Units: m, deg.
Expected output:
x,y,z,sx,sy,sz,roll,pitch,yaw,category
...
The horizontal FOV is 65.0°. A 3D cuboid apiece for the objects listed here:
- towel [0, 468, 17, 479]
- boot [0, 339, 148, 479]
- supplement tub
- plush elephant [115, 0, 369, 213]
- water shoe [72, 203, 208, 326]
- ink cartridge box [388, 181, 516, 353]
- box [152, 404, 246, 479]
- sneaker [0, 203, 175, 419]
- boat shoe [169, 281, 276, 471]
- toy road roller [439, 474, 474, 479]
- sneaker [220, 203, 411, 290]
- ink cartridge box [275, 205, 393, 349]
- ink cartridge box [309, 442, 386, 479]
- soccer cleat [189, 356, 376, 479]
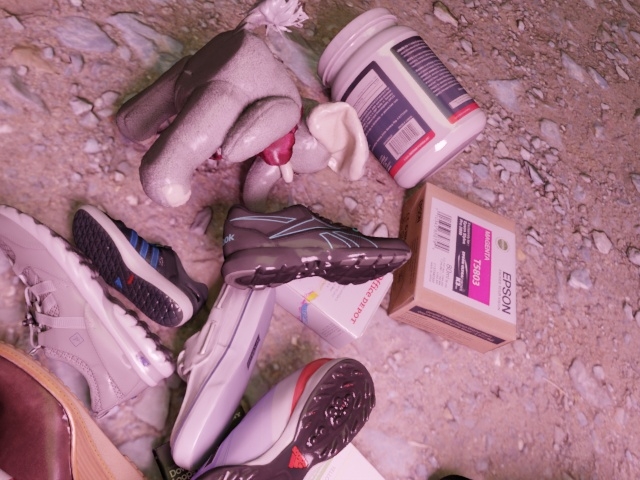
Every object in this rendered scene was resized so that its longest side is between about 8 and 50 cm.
x,y,z,sx,sy,sz,roll,pitch,yaw,category
-0.439,0.220,0.397,0.328,0.037,0.237,23,55,17,towel
-0.318,0.244,0.487,0.248,0.090,0.207,48,53,-1,boot
0.140,-0.248,0.891,0.191,0.191,0.272,-33,83,-34,supplement tub
-0.088,-0.159,0.729,0.330,0.272,0.255,-47,131,-4,plush elephant
-0.237,0.030,0.661,0.203,0.073,0.080,45,28,3,water shoe
0.228,0.044,0.849,0.193,0.088,0.235,21,58,-13,ink cartridge box
-0.114,0.296,0.595,0.116,0.029,0.162,-20,74,-32,box
-0.298,0.078,0.570,0.115,0.105,0.281,-42,86,-16,sneaker
-0.131,0.151,0.620,0.084,0.095,0.258,12,39,9,boat shoe
0.288,0.445,0.618,0.329,0.202,0.241,14,75,-18,toy road roller
0.000,0.000,0.667,0.267,0.101,0.106,1,63,-24,sneaker
0.001,0.056,0.744,0.175,0.072,0.127,39,55,-3,ink cartridge box
0.043,0.373,0.594,0.235,0.056,0.171,46,48,-1,ink cartridge box
-0.071,0.249,0.564,0.318,0.116,0.109,-38,102,-33,soccer cleat
